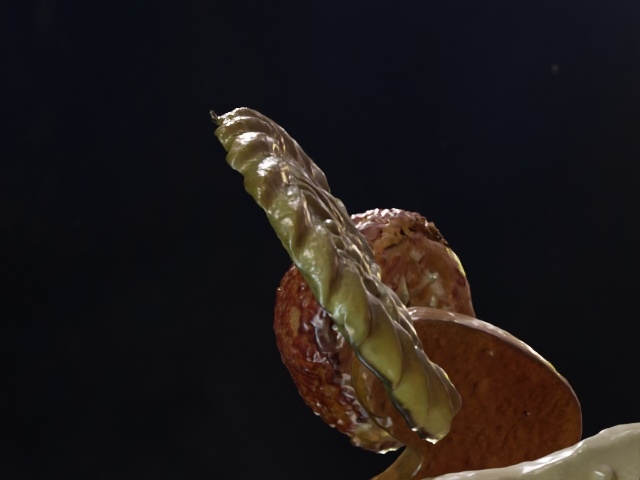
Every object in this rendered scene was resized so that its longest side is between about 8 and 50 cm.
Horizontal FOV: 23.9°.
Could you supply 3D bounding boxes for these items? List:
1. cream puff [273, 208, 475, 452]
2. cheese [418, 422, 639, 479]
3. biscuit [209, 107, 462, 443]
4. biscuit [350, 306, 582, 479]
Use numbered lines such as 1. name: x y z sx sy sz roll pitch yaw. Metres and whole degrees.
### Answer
1. cream puff: 0.052 0.089 1.501 0.240 0.164 0.240 24 -121 -47
2. cheese: 0.131 0.191 0.845 0.093 0.263 0.159 100 151 -54
3. biscuit: 0.000 0.000 0.994 0.187 0.036 0.273 43 -167 -53
4. biscuit: 0.101 0.203 1.378 0.262 0.052 0.277 24 -82 -29
